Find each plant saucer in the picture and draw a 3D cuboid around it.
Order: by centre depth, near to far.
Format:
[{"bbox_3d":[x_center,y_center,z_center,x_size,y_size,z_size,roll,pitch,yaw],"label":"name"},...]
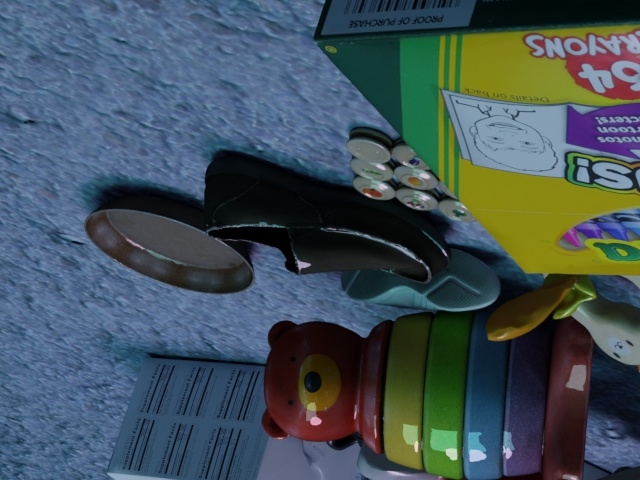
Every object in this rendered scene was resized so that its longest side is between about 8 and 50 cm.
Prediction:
[{"bbox_3d":[-0.138,0.001,1.709,0.168,0.029,0.168,16,157,7],"label":"plant saucer"}]

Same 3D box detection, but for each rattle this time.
[{"bbox_3d":[0.228,0.090,1.451,0.130,0.143,0.200,-1,133,29],"label":"rattle"}]

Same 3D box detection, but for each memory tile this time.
[{"bbox_3d":[0.094,-0.046,1.449,0.148,0.012,0.113,15,157,10],"label":"memory tile"}]

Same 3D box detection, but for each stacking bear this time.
[{"bbox_3d":[0.091,0.133,1.615,0.289,0.175,0.164,4,-178,8],"label":"stacking bear"}]

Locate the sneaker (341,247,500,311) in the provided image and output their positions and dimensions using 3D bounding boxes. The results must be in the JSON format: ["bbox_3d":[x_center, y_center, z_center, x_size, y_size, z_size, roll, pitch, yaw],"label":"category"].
[{"bbox_3d":[0.095,0.036,1.598,0.152,0.054,0.061,4,170,36],"label":"sneaker"}]

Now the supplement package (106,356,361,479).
[{"bbox_3d":[-0.093,0.243,2.072,0.203,0.149,0.194,2,152,32],"label":"supplement package"}]

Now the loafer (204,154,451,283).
[{"bbox_3d":[0.000,0.000,1.536,0.220,0.078,0.080,17,157,4],"label":"loafer"}]

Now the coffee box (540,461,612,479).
[{"bbox_3d":[0.265,0.320,1.989,0.246,0.141,0.098,26,157,-19],"label":"coffee box"}]

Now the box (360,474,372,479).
[{"bbox_3d":[0.070,0.261,2.006,0.027,0.137,0.094,17,159,-12],"label":"box"}]

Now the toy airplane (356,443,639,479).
[{"bbox_3d":[0.197,0.318,1.727,0.386,0.384,0.272,3,120,14],"label":"toy airplane"}]

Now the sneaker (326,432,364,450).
[{"bbox_3d":[0.078,0.197,1.929,0.188,0.078,0.067,-8,146,46],"label":"sneaker"}]

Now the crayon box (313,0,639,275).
[{"bbox_3d":[0.231,-0.085,1.131,0.363,0.106,0.313,1,152,35],"label":"crayon box"}]
